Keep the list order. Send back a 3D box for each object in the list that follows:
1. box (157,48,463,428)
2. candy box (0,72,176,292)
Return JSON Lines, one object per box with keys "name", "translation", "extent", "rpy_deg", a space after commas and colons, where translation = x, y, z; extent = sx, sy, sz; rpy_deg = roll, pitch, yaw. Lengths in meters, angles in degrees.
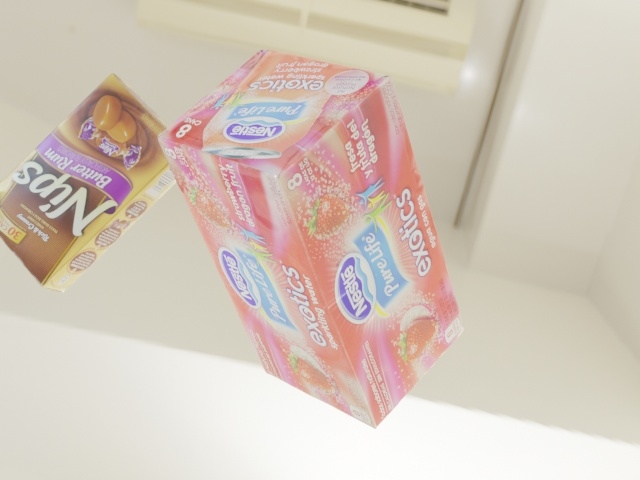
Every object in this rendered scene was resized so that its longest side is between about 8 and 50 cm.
{"name": "box", "translation": [0.000, 0.000, 0.986], "extent": [0.154, 0.300, 0.142], "rpy_deg": [21, -126, 40]}
{"name": "candy box", "translation": [-0.222, -0.053, 1.063], "extent": [0.109, 0.186, 0.053], "rpy_deg": [46, -177, 15]}
